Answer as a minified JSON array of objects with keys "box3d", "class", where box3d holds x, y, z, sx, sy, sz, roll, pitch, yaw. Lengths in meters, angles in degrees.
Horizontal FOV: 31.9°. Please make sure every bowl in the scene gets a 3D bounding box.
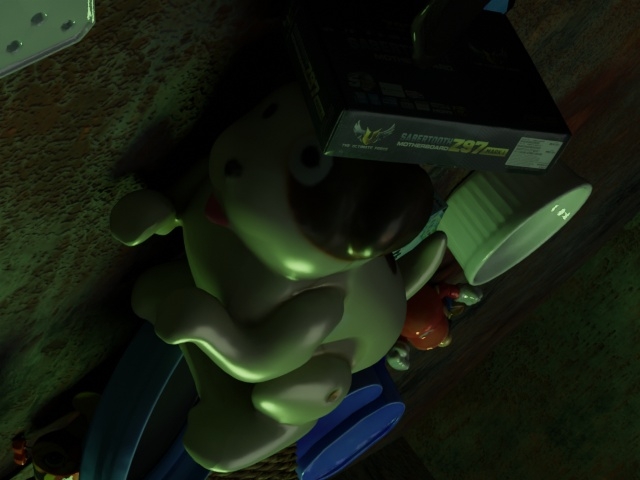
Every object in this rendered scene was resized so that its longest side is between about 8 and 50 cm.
[{"box3d":[-0.185,0.211,1.495,0.391,0.077,0.391,-57,163,-28],"class":"bowl"}]

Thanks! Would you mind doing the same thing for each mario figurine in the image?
[{"box3d":[0.241,0.180,2.358,0.320,0.170,0.198,2,97,-76],"class":"mario figurine"}]

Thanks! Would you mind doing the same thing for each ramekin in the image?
[{"box3d":[0.337,-0.056,2.010,0.277,0.135,0.277,-35,163,-12],"class":"ramekin"}]

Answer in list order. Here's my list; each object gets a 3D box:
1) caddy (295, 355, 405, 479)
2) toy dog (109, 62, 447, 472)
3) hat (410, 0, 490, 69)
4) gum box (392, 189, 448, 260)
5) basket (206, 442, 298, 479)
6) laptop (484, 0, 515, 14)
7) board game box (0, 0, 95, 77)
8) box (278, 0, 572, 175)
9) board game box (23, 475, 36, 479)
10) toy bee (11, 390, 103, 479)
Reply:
[{"box3d":[0.004,0.339,2.321,0.341,0.179,0.241,-39,140,6],"class":"caddy"},{"box3d":[-0.014,0.013,1.166,0.395,0.284,0.408,-7,145,-14],"class":"toy dog"},{"box3d":[0.135,-0.311,0.918,0.331,0.134,0.331,-51,176,-5],"class":"hat"},{"box3d":[0.117,0.006,1.885,0.184,0.041,0.157,-31,162,-20],"class":"gum box"},{"box3d":[-0.194,0.327,1.953,0.213,0.223,0.299,2,-179,34],"class":"basket"},{"box3d":[0.168,-0.204,1.259,0.136,0.264,0.234,-1,161,3],"class":"laptop"},{"box3d":[-0.300,-0.161,0.564,0.390,0.050,0.390,-30,162,-22],"class":"board game box"},{"box3d":[0.093,-0.149,1.024,0.232,0.183,0.059,5,135,-24],"class":"box"},{"box3d":[-0.401,0.470,1.644,0.165,0.243,0.042,-24,163,0],"class":"board game box"},{"box3d":[-0.339,0.290,1.570,0.298,0.162,0.195,-40,149,-64],"class":"toy bee"}]
